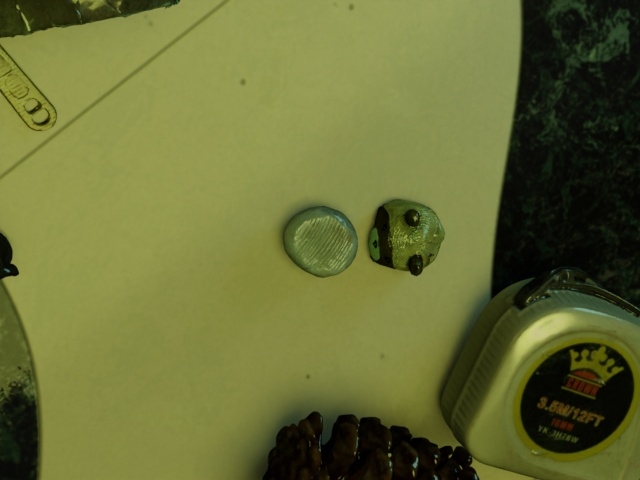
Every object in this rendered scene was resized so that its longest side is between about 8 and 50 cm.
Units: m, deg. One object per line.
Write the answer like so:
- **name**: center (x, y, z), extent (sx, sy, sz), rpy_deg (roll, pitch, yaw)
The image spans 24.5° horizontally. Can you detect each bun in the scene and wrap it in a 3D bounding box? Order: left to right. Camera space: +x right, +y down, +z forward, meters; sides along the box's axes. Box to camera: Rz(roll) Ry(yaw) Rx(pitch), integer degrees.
- **bun**: center (0.000, 0.000, 1.582), extent (0.083, 0.045, 0.083), rpy_deg (-2, 101, -12)

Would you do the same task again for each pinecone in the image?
- **pinecone**: center (0.044, 0.294, 1.568), extent (0.273, 0.224, 0.224), rpy_deg (11, 99, -24)

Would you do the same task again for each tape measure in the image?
- **tape measure**: center (0.292, 0.155, 1.654), extent (0.271, 0.133, 0.231), rpy_deg (20, 104, -20)

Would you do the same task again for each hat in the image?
- **hat**: center (0.097, -0.003, 1.602), extent (0.076, 0.059, 0.077), rpy_deg (13, 94, -22)

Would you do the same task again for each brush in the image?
- **brush**: center (-0.338, -0.195, 1.466), extent (0.082, 0.010, 0.218), rpy_deg (-38, 109, -5)

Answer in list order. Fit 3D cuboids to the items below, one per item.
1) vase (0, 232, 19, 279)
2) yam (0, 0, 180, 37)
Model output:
- **vase**: center (-0.427, 0.047, 1.452), extent (0.237, 0.115, 0.115), rpy_deg (-32, 108, -1)
- **yam**: center (-0.257, -0.356, 1.343), extent (0.241, 0.241, 0.348), rpy_deg (-12, 108, -12)
